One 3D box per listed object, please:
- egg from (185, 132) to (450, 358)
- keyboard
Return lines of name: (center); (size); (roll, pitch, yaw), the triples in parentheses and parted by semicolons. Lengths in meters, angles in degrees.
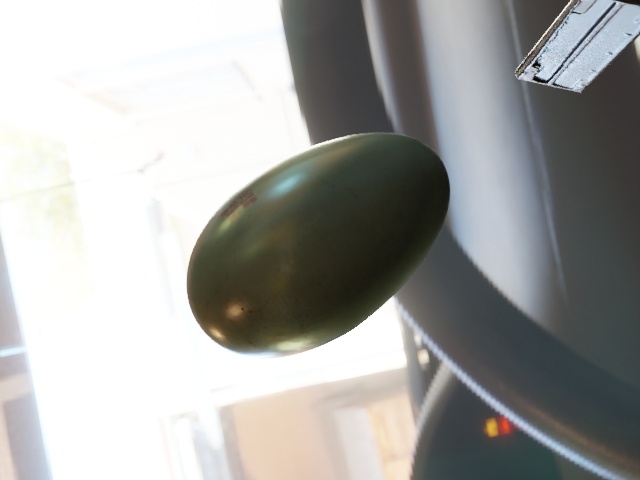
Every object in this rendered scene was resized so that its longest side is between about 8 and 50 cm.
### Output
egg: (0.000, 0.000, 1.532); (0.230, 0.371, 0.230); (52, 169, 14)
keyboard: (0.204, -0.153, 0.954); (0.198, 0.064, 0.010); (118, 166, -78)
